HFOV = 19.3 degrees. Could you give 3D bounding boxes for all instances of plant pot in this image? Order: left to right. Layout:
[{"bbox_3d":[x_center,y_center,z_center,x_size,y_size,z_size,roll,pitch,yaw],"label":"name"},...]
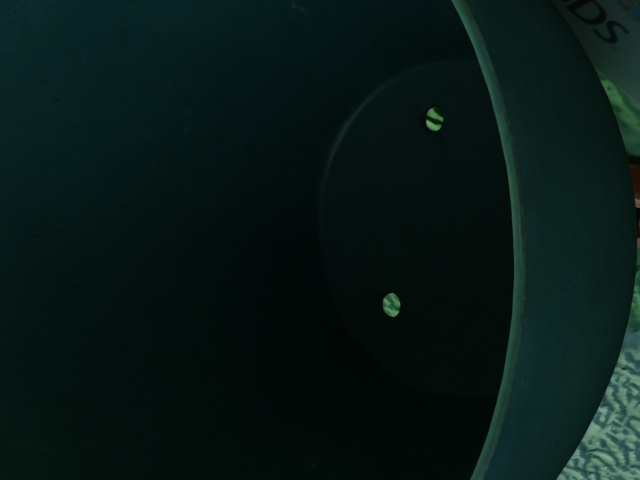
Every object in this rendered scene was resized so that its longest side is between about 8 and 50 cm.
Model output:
[{"bbox_3d":[0.000,0.000,0.684,0.290,0.290,0.195,-22,169,36],"label":"plant pot"}]

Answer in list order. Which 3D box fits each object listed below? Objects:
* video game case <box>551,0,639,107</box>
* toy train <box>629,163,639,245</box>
[{"bbox_3d":[0.144,-0.135,0.639,0.193,0.023,0.212,36,137,-29],"label":"video game case"},{"bbox_3d":[0.109,0.019,0.830,0.125,0.046,0.166,15,143,-4],"label":"toy train"}]
